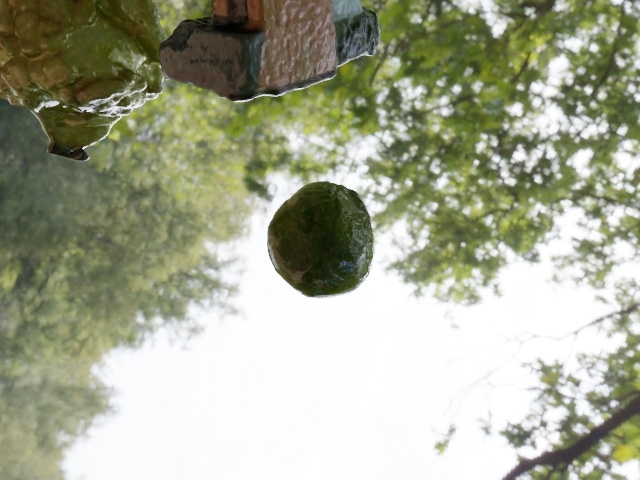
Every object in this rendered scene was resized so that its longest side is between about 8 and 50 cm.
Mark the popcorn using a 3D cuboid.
[{"bbox_3d":[-0.348,-0.283,1.392,0.293,0.293,0.237,-29,-133,62],"label":"popcorn"}]

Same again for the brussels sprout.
[{"bbox_3d":[-0.001,-0.003,1.399,0.144,0.162,0.180,86,-9,-56],"label":"brussels sprout"}]

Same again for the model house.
[{"bbox_3d":[-0.056,-0.326,1.065,0.184,0.253,0.291,23,-56,36],"label":"model house"}]
